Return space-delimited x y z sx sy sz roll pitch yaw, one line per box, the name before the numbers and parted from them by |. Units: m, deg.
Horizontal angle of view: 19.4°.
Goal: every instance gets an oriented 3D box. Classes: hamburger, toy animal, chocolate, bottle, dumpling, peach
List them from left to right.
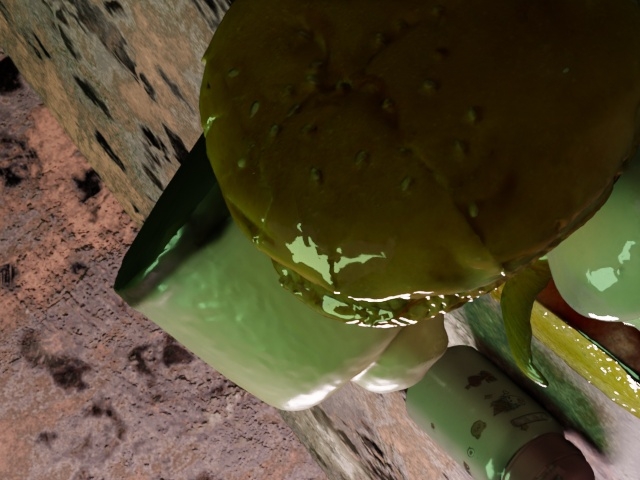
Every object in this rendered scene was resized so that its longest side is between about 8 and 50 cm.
chocolate | -0.006 0.000 1.811 0.297 0.326 0.314 34 144 -14
hamburger | 0.075 -0.096 1.249 0.290 0.314 0.170 61 -173 31
bottle | 0.201 0.217 2.030 0.233 0.110 0.110 41 163 40
toy animal | 0.188 0.011 1.535 0.155 0.095 0.219 159 113 -77
peach | 0.238 0.077 1.629 0.279 0.068 0.189 40 170 40
dumpling | 0.220 -0.007 1.320 0.250 0.132 0.162 44 161 36
